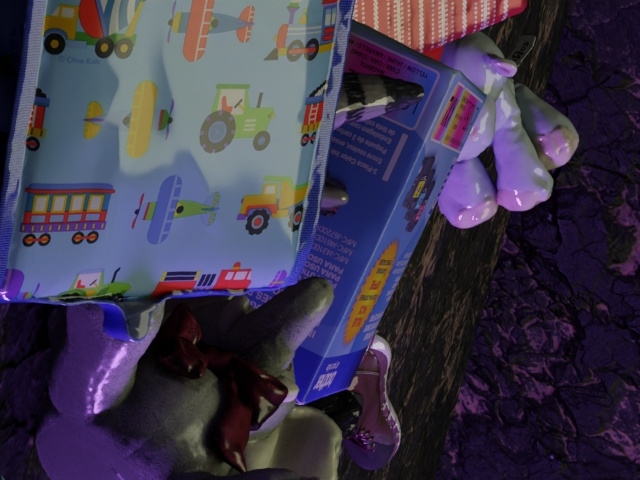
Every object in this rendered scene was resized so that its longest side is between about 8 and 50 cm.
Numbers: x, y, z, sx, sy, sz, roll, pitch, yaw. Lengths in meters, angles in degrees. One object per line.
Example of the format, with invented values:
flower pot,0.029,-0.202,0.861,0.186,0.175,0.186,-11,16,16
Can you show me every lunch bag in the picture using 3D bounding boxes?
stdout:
lunch bag,-0.098,-0.085,1.108,0.221,0.138,0.293,-3,100,-37

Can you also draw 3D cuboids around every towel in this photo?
towel,0.109,-0.288,1.960,0.275,0.031,0.199,-24,126,-31

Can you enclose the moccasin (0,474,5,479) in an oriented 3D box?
moccasin,-0.252,0.201,1.255,0.342,0.117,0.138,87,24,-58

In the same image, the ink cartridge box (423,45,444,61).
ink cartridge box,0.109,-0.286,2.214,0.134,0.078,0.231,-35,141,-69

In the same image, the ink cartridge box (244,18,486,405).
ink cartridge box,0.000,0.000,1.807,0.395,0.151,0.270,-64,170,5

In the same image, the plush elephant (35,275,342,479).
plush elephant,-0.089,0.122,1.547,0.255,0.272,0.330,-43,180,-40

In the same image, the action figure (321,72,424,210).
action figure,-0.102,-0.128,1.232,0.330,0.178,0.341,-15,122,-41

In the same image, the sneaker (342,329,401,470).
sneaker,0.028,0.253,2.620,0.162,0.106,0.281,-55,150,-38

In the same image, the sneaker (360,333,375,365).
sneaker,-0.031,0.093,2.144,0.136,0.116,0.314,-57,157,-17

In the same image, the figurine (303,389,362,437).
figurine,-0.048,0.306,2.396,0.209,0.092,0.215,-35,143,-57

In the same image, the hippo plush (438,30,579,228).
hippo plush,0.219,-0.175,2.484,0.236,0.234,0.294,63,47,-74
